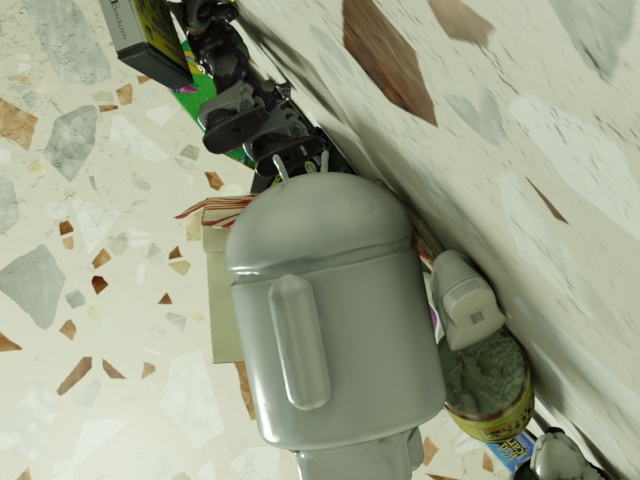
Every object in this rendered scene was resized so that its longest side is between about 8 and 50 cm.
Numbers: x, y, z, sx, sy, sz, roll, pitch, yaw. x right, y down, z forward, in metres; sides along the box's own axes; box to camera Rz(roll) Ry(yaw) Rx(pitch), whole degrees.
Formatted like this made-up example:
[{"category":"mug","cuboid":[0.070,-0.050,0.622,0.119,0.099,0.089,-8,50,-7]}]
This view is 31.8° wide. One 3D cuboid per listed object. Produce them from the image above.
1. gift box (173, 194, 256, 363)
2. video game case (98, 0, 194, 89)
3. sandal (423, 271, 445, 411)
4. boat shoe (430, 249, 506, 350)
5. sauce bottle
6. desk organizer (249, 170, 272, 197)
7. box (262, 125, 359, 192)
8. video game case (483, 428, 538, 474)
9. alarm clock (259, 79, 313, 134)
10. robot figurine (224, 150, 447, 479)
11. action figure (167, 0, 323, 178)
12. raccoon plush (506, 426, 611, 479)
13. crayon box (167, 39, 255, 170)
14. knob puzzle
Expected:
[{"category":"gift box","cuboid":[-0.087,0.039,1.755,0.255,0.276,0.258,-129,37,-76]},{"category":"video game case","cuboid":[-0.209,-0.293,1.187,0.275,0.035,0.248,-31,-78,-87]},{"category":"sandal","cuboid":[0.108,0.167,1.619,0.169,0.102,0.416,15,151,21]},{"category":"boat shoe","cuboid":[0.140,0.061,1.127,0.063,0.066,0.184,65,-173,23]},{"category":"sauce bottle","cuboid":[0.205,0.185,1.359,0.111,0.111,0.344,50,180,21]},{"category":"desk organizer","cuboid":[-0.022,-0.071,1.491,0.130,0.047,0.050,3,160,24]},{"category":"box","cuboid":[0.011,-0.015,1.359,0.191,0.045,0.184,51,-144,-19]},{"category":"video game case","cuboid":[0.349,0.363,1.689,0.244,0.061,0.269,41,-177,-31]},{"category":"alarm clock","cuboid":[-0.052,-0.153,1.544,0.129,0.064,0.192,50,-179,-5]},{"category":"robot figurine","cuboid":[0.014,0.083,1.160,0.300,0.199,0.354,-15,-86,-78]},{"category":"action figure","cuboid":[-0.094,-0.188,1.286,0.185,0.099,0.285,43,-163,-41]},{"category":"raccoon plush","cuboid":[0.255,0.444,1.298,0.216,0.447,0.299,17,174,7]},{"category":"crayon box","cuboid":[-0.138,-0.202,1.740,0.165,0.081,0.278,51,-174,11]},{"category":"knob puzzle","cuboid":[0.106,0.005,1.293,0.213,0.030,0.213,50,179,2]}]
